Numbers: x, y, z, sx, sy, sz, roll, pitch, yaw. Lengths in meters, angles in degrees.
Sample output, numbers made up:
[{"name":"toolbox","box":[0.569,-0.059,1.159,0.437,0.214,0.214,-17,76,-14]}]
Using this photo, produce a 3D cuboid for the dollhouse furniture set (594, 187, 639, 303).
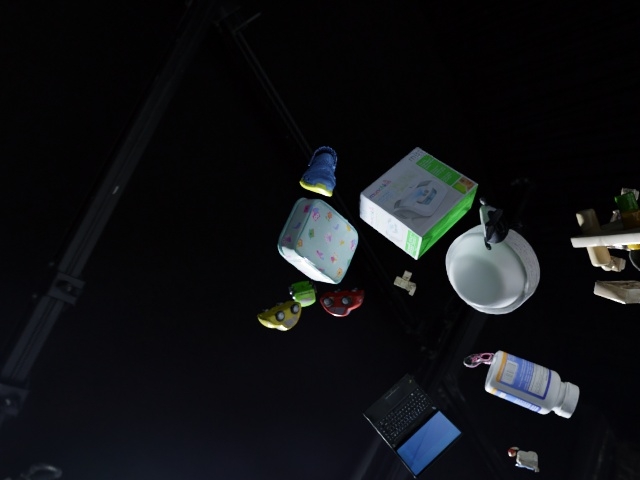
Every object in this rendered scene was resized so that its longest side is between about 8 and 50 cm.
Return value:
[{"name":"dollhouse furniture set","box":[1.031,0.020,1.515,0.174,0.303,0.355,0,-79,-19]}]

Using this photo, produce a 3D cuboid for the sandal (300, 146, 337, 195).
[{"name":"sandal","box":[0.003,-0.261,1.739,0.126,0.317,0.138,19,-68,-11]}]

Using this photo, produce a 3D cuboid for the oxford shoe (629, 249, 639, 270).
[{"name":"oxford shoe","box":[0.965,0.005,1.193,0.130,0.449,0.169,27,-109,2]}]

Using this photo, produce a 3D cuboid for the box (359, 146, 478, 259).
[{"name":"box","box":[0.287,-0.116,1.408,0.262,0.231,0.127,-39,-27,-21]}]

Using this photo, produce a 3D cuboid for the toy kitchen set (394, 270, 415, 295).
[{"name":"toy kitchen set","box":[0.349,0.168,1.923,0.075,0.083,0.068,-42,-27,-75]}]

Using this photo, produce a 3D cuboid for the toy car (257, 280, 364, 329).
[{"name":"toy car","box":[-0.028,0.144,1.103,0.239,0.225,0.053,-12,-80,-8]}]

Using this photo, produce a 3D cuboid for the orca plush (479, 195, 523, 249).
[{"name":"orca plush","box":[0.493,-0.057,1.283,0.287,0.102,0.151,19,-115,-70]}]

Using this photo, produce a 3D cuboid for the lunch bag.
[{"name":"lunch bag","box":[0.000,0.000,1.535,0.279,0.108,0.224,40,-116,-45]}]

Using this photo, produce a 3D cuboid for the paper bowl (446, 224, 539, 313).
[{"name":"paper bowl","box":[0.532,0.101,1.513,0.148,0.284,0.284,-26,-74,-39]}]

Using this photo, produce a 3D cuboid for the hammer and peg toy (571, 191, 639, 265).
[{"name":"hammer and peg toy","box":[0.739,-0.060,0.950,0.361,0.266,0.127,-19,-89,-11]}]

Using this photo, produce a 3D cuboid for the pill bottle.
[{"name":"pill bottle","box":[0.724,0.498,1.626,0.152,0.272,0.152,20,-90,-73]}]

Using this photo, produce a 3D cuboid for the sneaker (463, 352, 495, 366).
[{"name":"sneaker","box":[0.593,0.443,1.774,0.057,0.119,0.047,36,-139,-52]}]

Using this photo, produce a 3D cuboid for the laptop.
[{"name":"laptop","box":[0.335,0.669,1.735,0.234,0.136,0.264,-39,-96,-8]}]

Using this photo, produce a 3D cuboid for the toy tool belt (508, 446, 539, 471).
[{"name":"toy tool belt","box":[0.598,0.650,1.392,0.052,0.083,0.051,-26,-71,-47]}]
